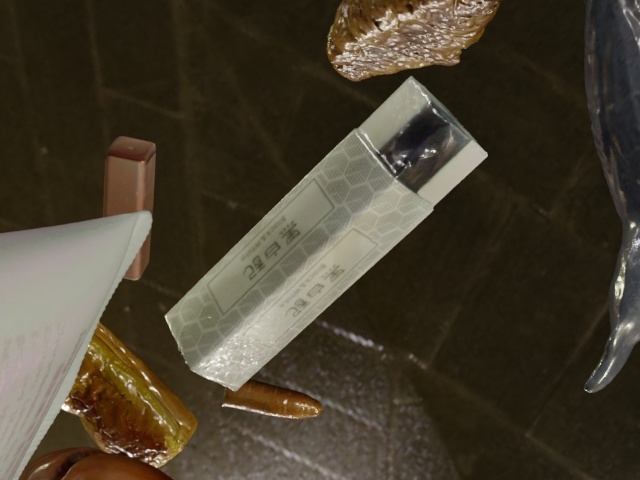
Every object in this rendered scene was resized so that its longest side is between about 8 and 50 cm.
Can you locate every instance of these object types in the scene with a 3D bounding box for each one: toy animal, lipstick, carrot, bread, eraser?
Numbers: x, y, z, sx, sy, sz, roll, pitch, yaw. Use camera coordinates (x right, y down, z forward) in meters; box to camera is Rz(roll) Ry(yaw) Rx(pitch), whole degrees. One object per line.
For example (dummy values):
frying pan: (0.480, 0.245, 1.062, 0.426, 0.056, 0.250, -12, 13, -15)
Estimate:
toy animal: (0.237, -0.097, 0.746, 0.081, 0.206, 0.367, 9, 111, 56)
lipstick: (-0.198, -0.032, 1.133, 0.045, 0.045, 0.145, 11, 122, 3)
carrot: (-0.066, 0.220, 1.513, 0.139, 0.048, 0.048, 11, 130, 6)
bread: (-0.286, 0.178, 1.364, 0.139, 0.077, 0.271, -34, 104, 31)
eraser: (0.000, 0.000, 1.240, 0.404, 0.096, 0.098, -44, 50, 14)
bread: (0.079, -0.188, 0.888, 0.105, 0.076, 0.233, 14, 169, -23)

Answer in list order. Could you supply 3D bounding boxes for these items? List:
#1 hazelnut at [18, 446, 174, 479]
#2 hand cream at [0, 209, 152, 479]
hazelnut: (-0.168, 0.248, 0.816, 0.182, 0.182, 0.182, 21, 132, 25)
hand cream: (-0.181, 0.069, 0.365, 0.118, 0.359, 0.185, 31, 101, 15)
